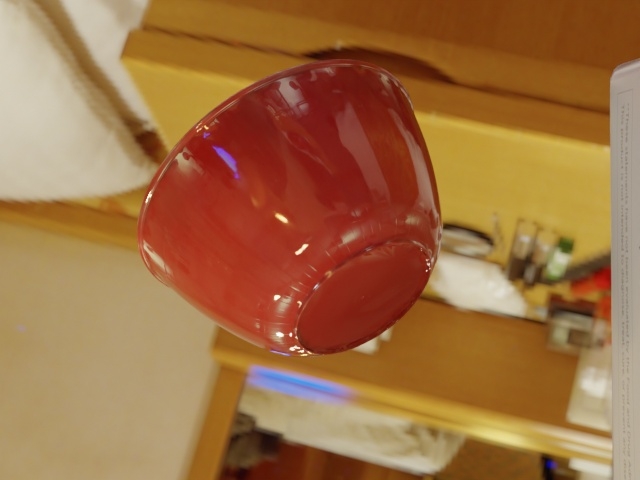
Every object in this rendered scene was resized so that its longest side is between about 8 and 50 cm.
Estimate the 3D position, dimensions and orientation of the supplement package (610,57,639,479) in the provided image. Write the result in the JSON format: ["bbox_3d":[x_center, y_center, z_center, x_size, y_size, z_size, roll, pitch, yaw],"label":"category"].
[{"bbox_3d":[0.199,0.027,0.331,0.175,0.177,0.293,0,-179,-7],"label":"supplement package"}]

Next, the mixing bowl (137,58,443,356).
[{"bbox_3d":[0.000,0.000,0.781,0.098,0.181,0.181,54,-176,32],"label":"mixing bowl"}]
